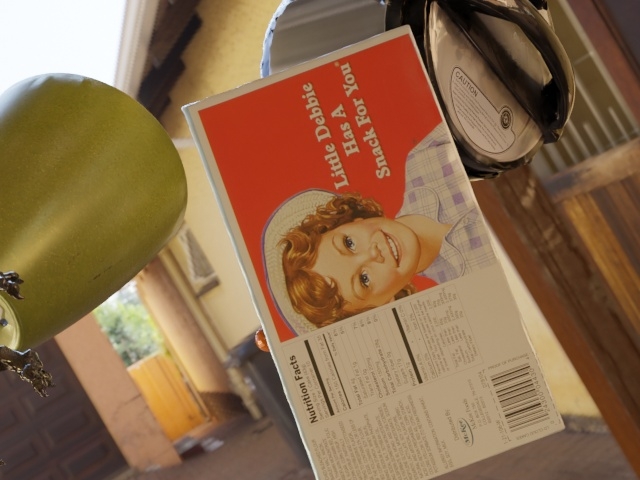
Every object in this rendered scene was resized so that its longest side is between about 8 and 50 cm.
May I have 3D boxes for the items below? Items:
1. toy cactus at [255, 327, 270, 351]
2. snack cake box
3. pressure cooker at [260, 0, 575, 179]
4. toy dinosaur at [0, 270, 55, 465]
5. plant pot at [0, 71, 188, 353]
[{"bbox_3d":[0.000,0.000,0.722,0.112,0.181,0.219,-11,7,18],"label":"toy cactus"},{"bbox_3d":[0.031,0.018,0.562,0.152,0.264,0.089,-20,-5,2],"label":"snack cake box"},{"bbox_3d":[0.160,-0.267,1.322,0.420,0.376,0.369,-2,11,44],"label":"pressure cooker"},{"bbox_3d":[-0.249,0.080,0.583,0.118,0.268,0.064,-26,-11,-2],"label":"toy dinosaur"},{"bbox_3d":[-0.327,-0.005,0.986,0.274,0.275,0.294,-31,21,29],"label":"plant pot"}]
